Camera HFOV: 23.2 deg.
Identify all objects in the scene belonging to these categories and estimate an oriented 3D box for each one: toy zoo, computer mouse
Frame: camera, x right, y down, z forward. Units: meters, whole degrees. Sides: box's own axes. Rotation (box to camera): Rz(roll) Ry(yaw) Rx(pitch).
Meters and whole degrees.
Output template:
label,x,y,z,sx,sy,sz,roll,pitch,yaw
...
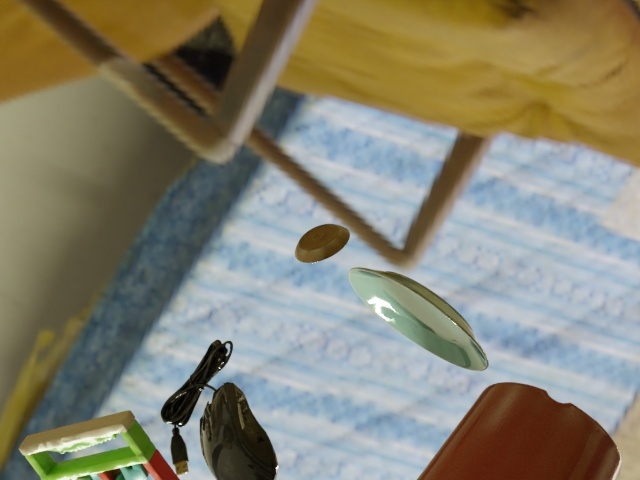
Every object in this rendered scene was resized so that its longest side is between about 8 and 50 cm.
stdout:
label,x,y,z,sx,sy,sz,roll,pitch,yaw
toy zoo,-0.262,0.368,2.150,0.192,0.030,0.293,-17,117,31
computer mouse,-0.156,0.276,2.135,0.060,0.184,0.262,14,-144,-37

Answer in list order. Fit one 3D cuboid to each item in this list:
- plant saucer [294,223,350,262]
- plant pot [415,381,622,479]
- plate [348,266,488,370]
label,x,y,z,sx,sy,sz,roll,pitch,yaw
plant saucer,0.000,0.000,2.167,0.083,0.083,0.015,9,134,45
plant pot,0.226,0.335,1.916,0.272,0.265,0.272,27,152,16
plate,0.113,0.081,1.741,0.188,0.024,0.188,33,166,10
